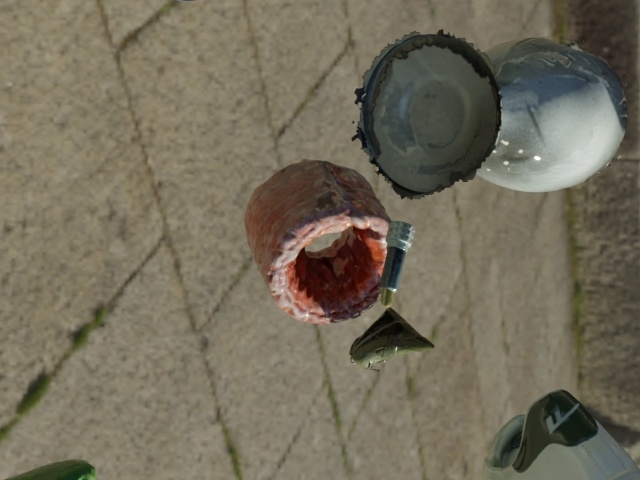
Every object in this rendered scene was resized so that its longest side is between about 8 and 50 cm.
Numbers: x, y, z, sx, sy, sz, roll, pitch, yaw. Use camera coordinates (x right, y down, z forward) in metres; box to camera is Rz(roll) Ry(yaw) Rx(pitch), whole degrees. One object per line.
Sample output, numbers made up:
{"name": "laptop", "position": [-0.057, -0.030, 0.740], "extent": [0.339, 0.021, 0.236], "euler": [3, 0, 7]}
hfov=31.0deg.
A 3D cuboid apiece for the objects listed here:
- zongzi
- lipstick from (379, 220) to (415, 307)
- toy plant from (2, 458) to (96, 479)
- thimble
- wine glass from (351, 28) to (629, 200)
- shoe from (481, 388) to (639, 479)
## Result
{"name": "zongzi", "position": [0.107, 0.173, 1.800], "extent": [0.109, 0.119, 0.055], "euler": [-43, 129, -5]}
{"name": "lipstick", "position": [0.096, 0.034, 1.523], "extent": [0.037, 0.037, 0.116], "euler": [44, 56, -62]}
{"name": "toy plant", "position": [-0.506, 0.369, 1.580], "extent": [0.317, 0.210, 0.356], "euler": [-44, 133, -7]}
{"name": "thimble", "position": [0.000, 0.000, 1.826], "extent": [0.162, 0.239, 0.239], "euler": [-115, -172, -50]}
{"name": "wine glass", "position": [0.207, -0.141, 1.306], "extent": [0.357, 0.190, 0.191], "euler": [-11, 105, -51]}
{"name": "shoe", "position": [0.214, 0.277, 1.207], "extent": [0.160, 0.131, 0.363], "euler": [61, -25, 22]}
